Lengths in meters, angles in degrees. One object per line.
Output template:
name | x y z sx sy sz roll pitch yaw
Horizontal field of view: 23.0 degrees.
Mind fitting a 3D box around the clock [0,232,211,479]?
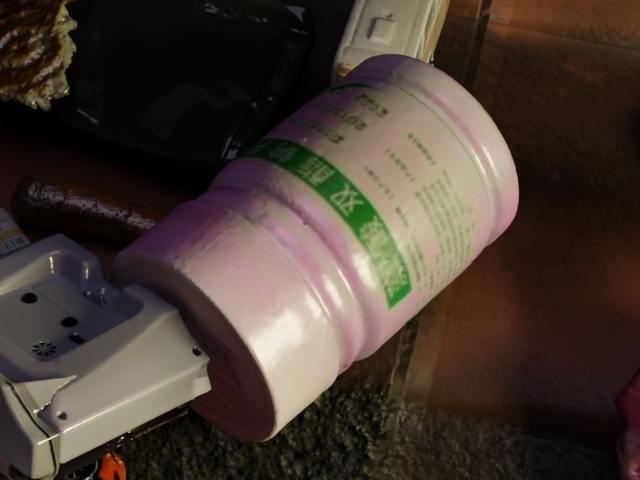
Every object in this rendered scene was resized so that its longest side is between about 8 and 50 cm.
clock | -0.236 0.084 1.284 0.253 0.083 0.186 29 36 34

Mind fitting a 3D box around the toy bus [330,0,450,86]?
toy bus | 0.086 -0.259 1.638 0.097 0.138 0.343 12 56 9

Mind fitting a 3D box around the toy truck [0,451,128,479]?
toy truck | -0.271 0.170 1.323 0.252 0.107 0.114 14 44 10

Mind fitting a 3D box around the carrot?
carrot | -0.216 -0.025 1.506 0.161 0.055 0.055 15 54 5

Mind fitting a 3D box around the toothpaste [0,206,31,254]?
toothpaste | -0.276 0.026 1.479 0.048 0.031 0.190 -27 62 -25

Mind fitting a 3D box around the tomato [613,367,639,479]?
tomato | 0.405 0.195 1.288 0.334 0.176 0.290 6 70 40

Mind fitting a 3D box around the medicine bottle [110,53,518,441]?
medicine bottle | 0.000 0.000 1.398 0.212 0.212 0.325 39 60 23

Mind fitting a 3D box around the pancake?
pancake | -0.332 -0.187 1.581 0.266 0.057 0.244 -35 54 -9

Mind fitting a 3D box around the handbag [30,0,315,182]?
handbag | -0.145 -0.169 1.602 0.246 0.080 0.223 18 63 16
